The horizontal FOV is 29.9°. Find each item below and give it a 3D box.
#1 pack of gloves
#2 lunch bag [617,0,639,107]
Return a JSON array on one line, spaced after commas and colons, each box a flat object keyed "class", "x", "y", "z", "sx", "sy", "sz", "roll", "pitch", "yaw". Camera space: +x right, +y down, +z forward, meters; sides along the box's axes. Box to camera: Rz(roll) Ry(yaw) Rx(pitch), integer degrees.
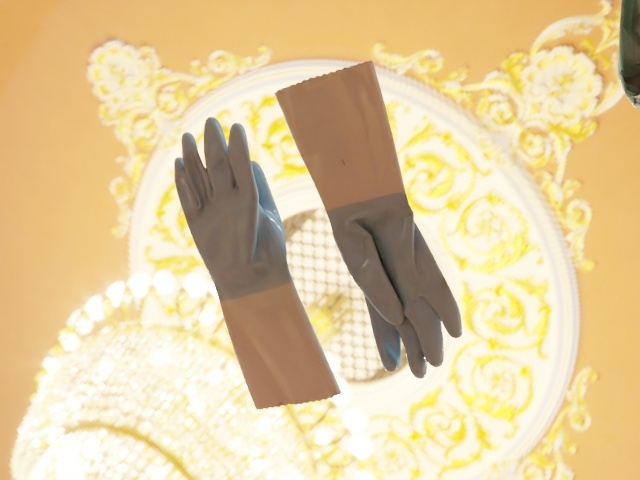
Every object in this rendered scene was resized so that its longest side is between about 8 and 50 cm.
[{"class": "pack of gloves", "x": 0.000, "y": 0.000, "z": 0.884, "sx": 0.195, "sy": 0.046, "sz": 0.232, "roll": -14, "pitch": -80, "yaw": 31}, {"class": "lunch bag", "x": 0.338, "y": -0.186, "z": 0.786, "sx": 0.160, "sy": 0.224, "sz": 0.262, "roll": 64, "pitch": -28, "yaw": 31}]
